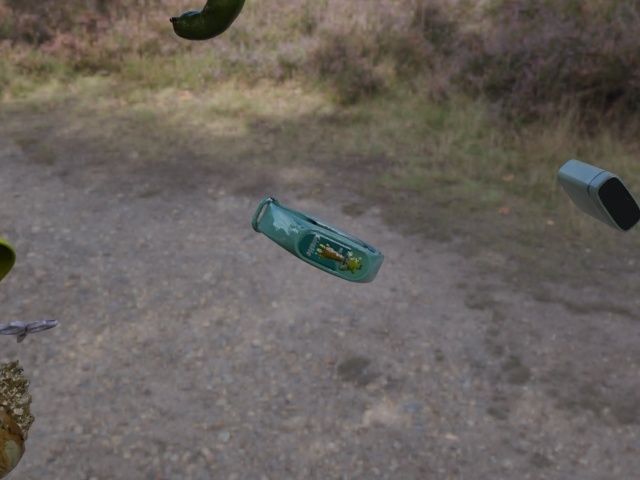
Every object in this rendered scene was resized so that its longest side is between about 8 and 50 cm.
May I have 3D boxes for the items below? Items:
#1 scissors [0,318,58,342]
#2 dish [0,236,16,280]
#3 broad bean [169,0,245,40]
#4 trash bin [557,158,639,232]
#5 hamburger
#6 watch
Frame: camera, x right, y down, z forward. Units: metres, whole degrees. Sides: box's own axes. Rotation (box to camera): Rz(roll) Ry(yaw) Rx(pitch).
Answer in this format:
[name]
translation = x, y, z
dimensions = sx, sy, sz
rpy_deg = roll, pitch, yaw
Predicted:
[scissors]
translation = -0.508, 0.158, 1.502
dimensions = 0.100, 0.015, 0.189
rpy_deg = -4, -13, -24
[dish]
translation = -0.773, 0.053, 1.821
dimensions = 0.108, 0.262, 0.221
rpy_deg = 52, 23, 21
[broad bean]
translation = -0.102, -0.313, 1.001
dimensions = 0.070, 0.213, 0.048
rpy_deg = 24, 33, -23
[trash bin]
translation = 0.497, -0.082, 1.571
dimensions = 0.059, 0.116, 0.130
rpy_deg = -42, 24, 0
[hamburger]
translation = -0.588, 0.299, 1.387
dimensions = 0.286, 0.243, 0.146
rpy_deg = -34, 55, 1
[watch]
translation = 0.000, 0.000, 1.508
dimensions = 0.237, 0.068, 0.195
rpy_deg = 23, 8, -17
